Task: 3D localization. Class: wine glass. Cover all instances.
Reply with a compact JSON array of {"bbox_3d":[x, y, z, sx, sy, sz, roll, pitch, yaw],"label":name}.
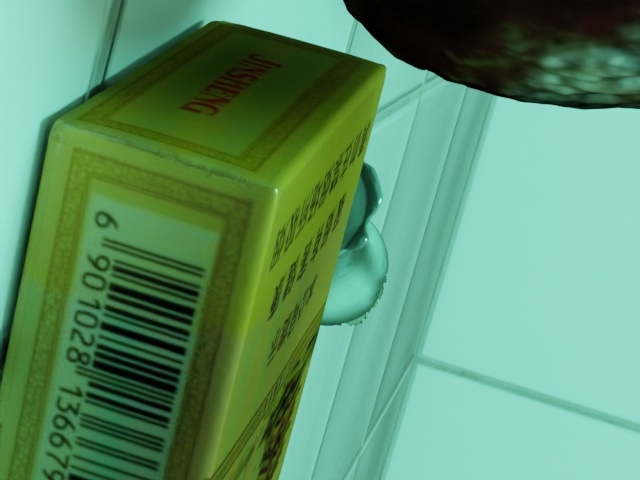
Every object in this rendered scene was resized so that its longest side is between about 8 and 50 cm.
[{"bbox_3d":[0.000,0.000,0.899,0.155,0.072,0.072,73,34,-76],"label":"wine glass"}]

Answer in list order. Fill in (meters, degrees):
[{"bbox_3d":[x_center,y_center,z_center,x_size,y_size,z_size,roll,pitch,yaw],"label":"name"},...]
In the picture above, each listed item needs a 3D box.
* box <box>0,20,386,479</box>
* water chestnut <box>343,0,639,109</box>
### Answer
[{"bbox_3d":[-0.058,0.072,0.615,0.174,0.076,0.274,-51,157,-68],"label":"box"},{"bbox_3d":[0.144,-0.197,0.512,0.335,0.347,0.335,8,90,-86],"label":"water chestnut"}]
